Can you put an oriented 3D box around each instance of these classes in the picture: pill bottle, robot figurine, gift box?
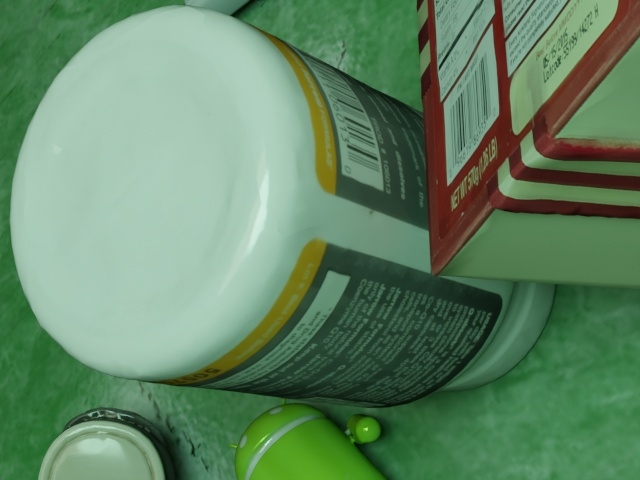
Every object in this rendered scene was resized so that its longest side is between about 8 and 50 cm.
[{"bbox_3d":[0.000,0.000,0.613,0.162,0.278,0.162,-8,75,33],"label":"pill bottle"},{"bbox_3d":[-0.004,0.142,0.716,0.101,0.067,0.115,-40,56,-10],"label":"robot figurine"},{"bbox_3d":[0.187,-0.092,0.483,0.255,0.258,0.276,124,147,-69],"label":"gift box"}]

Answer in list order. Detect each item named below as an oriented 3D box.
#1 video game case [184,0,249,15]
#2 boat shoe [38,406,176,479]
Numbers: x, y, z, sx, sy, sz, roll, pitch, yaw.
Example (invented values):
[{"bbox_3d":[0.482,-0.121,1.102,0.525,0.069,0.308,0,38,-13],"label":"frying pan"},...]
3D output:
[{"bbox_3d":[0.002,-0.351,0.824,0.329,0.036,0.300,-31,61,28],"label":"video game case"},{"bbox_3d":[-0.146,0.273,0.788,0.112,0.095,0.335,9,88,0],"label":"boat shoe"}]
